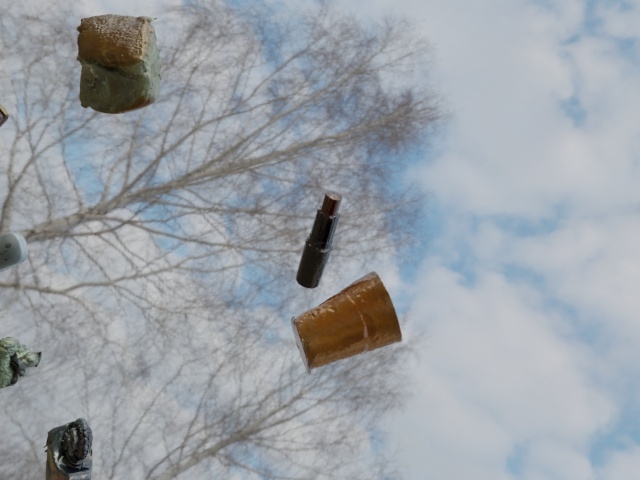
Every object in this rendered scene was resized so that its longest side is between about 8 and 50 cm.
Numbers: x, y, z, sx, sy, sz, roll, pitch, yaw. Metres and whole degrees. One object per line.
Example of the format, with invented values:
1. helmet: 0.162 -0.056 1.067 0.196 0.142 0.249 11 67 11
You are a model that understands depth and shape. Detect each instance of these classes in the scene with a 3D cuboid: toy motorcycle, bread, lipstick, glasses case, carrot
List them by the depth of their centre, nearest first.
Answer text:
1. toy motorcycle: -0.530 0.502 1.350 0.173 0.108 0.308 24 -74 51
2. glasses case: -0.694 0.036 1.355 0.178 0.045 0.067 -20 -93 20
3. carrot: 0.057 0.209 1.588 0.196 0.254 0.196 159 -90 -80
4. lipstick: 0.000 0.000 1.751 0.081 0.081 0.300 40 -53 31
5. bread: -0.611 -0.524 1.931 0.225 0.249 0.279 91 -3 -51

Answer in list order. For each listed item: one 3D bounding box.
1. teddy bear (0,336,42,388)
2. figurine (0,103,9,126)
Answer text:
1. teddy bear: -0.660 0.263 1.340 0.213 0.133 0.111 92 2 -74
2. figurine: -0.550 -0.195 0.927 0.082 0.154 0.098 -26 -92 27
